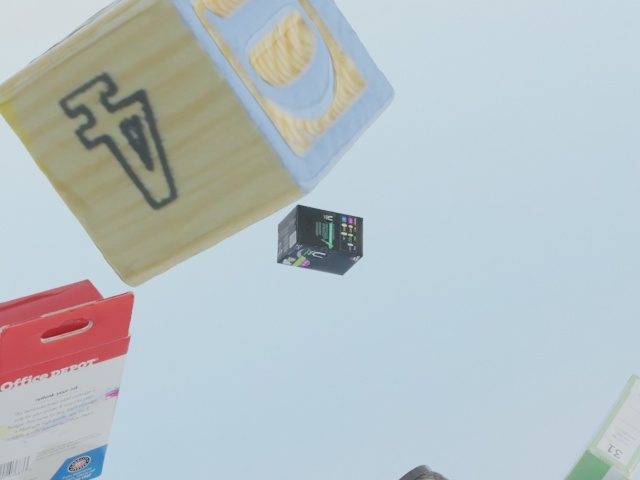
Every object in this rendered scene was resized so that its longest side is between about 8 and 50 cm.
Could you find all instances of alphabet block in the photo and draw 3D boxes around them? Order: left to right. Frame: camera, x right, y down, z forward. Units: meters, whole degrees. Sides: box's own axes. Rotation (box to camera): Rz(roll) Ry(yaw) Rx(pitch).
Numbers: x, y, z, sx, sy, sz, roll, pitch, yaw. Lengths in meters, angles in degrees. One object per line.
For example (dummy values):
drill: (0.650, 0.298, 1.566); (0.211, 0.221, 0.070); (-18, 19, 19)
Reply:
alphabet block: (-0.096, -0.113, 1.428); (0.197, 0.193, 0.192); (-27, -168, 35)

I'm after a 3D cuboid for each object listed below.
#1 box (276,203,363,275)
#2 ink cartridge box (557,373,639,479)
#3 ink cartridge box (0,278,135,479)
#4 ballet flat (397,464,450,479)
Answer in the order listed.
box: (0.000, 0.000, 2.086); (0.083, 0.052, 0.062); (11, 153, -21)
ink cartridge box: (0.221, 0.246, 1.624); (0.056, 0.171, 0.235); (35, -137, 10)
ink cartridge box: (-0.245, 0.120, 1.566); (0.134, 0.231, 0.078); (-16, -131, -33)
ballet flat: (0.023, 0.272, 1.329); (0.250, 0.058, 0.084); (-54, 156, 11)
